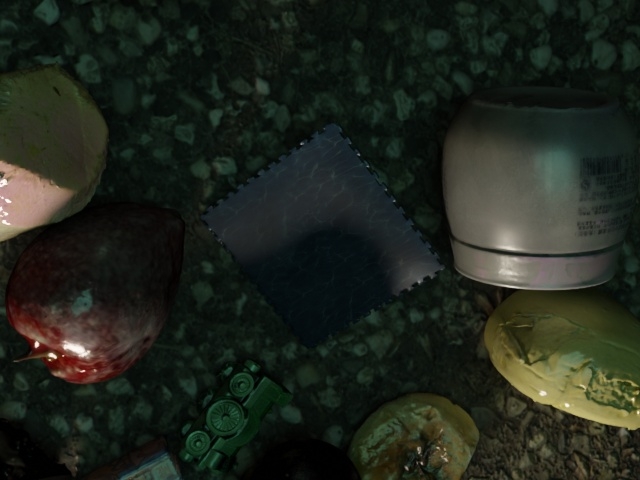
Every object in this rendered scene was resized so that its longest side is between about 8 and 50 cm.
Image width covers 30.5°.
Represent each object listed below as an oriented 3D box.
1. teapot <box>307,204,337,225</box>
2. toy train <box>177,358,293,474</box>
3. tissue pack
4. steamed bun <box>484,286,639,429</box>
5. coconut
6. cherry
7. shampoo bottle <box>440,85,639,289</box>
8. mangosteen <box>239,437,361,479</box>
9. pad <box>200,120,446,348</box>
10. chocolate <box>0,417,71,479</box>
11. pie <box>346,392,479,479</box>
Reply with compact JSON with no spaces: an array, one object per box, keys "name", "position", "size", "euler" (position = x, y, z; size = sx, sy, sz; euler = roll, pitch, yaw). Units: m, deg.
[{"name":"teapot","position":[-0.001,-0.058,1.698],"size":[0.091,0.124,0.092],"euler":[-32,142,9]},{"name":"toy train","position":[-0.130,0.259,1.707],"size":[0.104,0.071,0.178],"euler":[37,87,-23]},{"name":"tissue pack","position":[-0.274,0.345,1.664],"size":[0.155,0.115,0.065],"euler":[-26,97,-6]},{"name":"steamed bun","position":[0.393,0.160,1.707],"size":[0.273,0.232,0.166],"euler":[17,99,-13]},{"name":"coconut","position":[-0.426,-0.114,1.531],"size":[0.233,0.245,0.233],"euler":[17,68,-47]},{"name":"cherry","position":[-0.297,0.064,1.576],"size":[0.203,0.230,0.300],"euler":[30,67,30]},{"name":"shampoo bottle","position":[0.304,-0.074,1.643],"size":[0.273,0.273,0.266],"euler":[0,104,-10]},{"name":"mangosteen","position":[-0.046,0.385,1.684],"size":[0.230,0.194,0.194],"euler":[-9,98,11]},{"name":"pad","position":[0.000,0.000,1.660],"size":[0.270,0.012,0.269],"euler":[-34,101,28]},{"name":"chocolate","position":[-0.441,0.307,1.638],"size":[0.156,0.156,0.133],"euler":[-25,70,-7]},{"name":"pie","position":[0.131,0.332,1.770],"size":[0.185,0.052,0.218],"euler":[22,90,-6]}]
